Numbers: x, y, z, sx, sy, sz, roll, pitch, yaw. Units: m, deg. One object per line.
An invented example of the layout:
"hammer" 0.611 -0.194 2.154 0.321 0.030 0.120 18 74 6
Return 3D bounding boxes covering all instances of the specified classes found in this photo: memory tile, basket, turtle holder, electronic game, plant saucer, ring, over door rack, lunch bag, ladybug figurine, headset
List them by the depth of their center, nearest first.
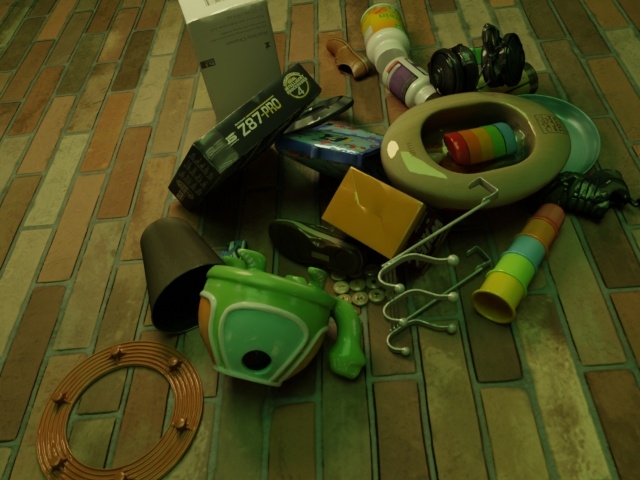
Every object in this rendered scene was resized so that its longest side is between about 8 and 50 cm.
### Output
"turtle holder" -0.087 0.166 1.154 0.243 0.320 0.227 -1 70 52
"over door rack" 0.253 0.062 1.157 0.324 0.239 0.108 -40 54 -23
"ring" -0.399 0.340 1.160 0.337 0.032 0.336 -5 48 6
"memory tile" 0.101 0.097 1.303 0.148 0.012 0.113 -9 48 2
"basket" -0.316 0.061 1.313 0.204 0.154 0.227 -44 46 6
"ladybug figurine" 0.351 -0.190 1.339 0.450 0.162 0.305 -10 60 -9
"lunch bag" 0.043 -0.201 1.393 0.221 0.138 0.293 18 14 23
"headset" 0.394 -0.463 1.470 0.244 0.185 0.394 -11 24 9
"plant saucer" 0.537 -0.247 1.492 0.318 0.043 0.317 -4 55 6
"electronic game" -0.014 -0.340 1.622 0.229 0.048 0.229 -23 18 8

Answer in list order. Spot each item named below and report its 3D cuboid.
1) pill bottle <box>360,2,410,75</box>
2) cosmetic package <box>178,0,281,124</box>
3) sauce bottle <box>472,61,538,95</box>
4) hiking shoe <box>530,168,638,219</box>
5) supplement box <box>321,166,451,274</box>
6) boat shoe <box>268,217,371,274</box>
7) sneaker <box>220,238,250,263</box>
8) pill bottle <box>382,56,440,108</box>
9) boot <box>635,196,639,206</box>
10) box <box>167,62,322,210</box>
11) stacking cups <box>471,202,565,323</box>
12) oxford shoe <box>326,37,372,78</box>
"pill bottle" 0.205 -0.620 1.829 0.137 0.136 0.245 -8 48 2
"cosmetic package" -0.228 -0.490 1.623 0.217 0.384 0.156 -20 48 -5
"sauce bottle" 0.427 -0.386 1.606 0.345 0.111 0.111 -24 50 -13
"hiking shoe" 0.603 -0.099 1.343 0.227 0.086 0.114 -12 45 -2
"supplement box" 0.147 -0.039 1.269 0.191 0.194 0.129 32 94 31
"boat shoe" -0.001 0.007 1.361 0.258 0.095 0.095 24 33 28
"sneaker" -0.206 0.055 1.365 0.059 0.053 0.144 2 41 10
"pill bottle" 0.270 -0.437 1.678 0.108 0.108 0.193 -25 50 -12
"boot" 0.874 -0.092 1.314 0.207 0.090 0.248 -45 57 -12
"box" -0.195 -0.232 1.412 0.097 0.395 0.318 48 68 -8
"stacking cups" 0.437 0.033 1.248 0.096 0.096 0.316 26 58 28
"oxford shoe" 0.071 -0.580 1.863 0.076 0.076 0.212 -36 52 -7
